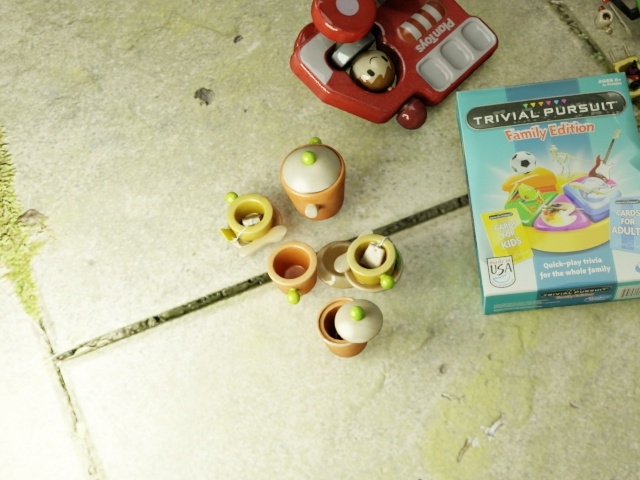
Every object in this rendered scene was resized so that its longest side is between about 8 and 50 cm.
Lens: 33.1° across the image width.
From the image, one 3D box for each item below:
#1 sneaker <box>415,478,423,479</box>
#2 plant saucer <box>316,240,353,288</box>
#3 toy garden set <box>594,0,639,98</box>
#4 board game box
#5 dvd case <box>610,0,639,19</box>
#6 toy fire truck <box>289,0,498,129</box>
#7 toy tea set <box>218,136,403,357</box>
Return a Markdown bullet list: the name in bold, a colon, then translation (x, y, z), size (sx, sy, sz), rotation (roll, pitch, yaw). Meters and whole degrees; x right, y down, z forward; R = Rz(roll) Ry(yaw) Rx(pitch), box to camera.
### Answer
- **sneaker**: translation (0.112, 0.427, 1.288), size (0.125, 0.104, 0.262), rotation (-20, 54, 7)
- **plant saucer**: translation (0.033, 0.032, 1.571), size (0.083, 0.015, 0.083), rotation (0, 58, -1)
- **toy garden set**: translation (0.541, -0.351, 1.742), size (0.203, 0.049, 0.244), rotation (-20, 83, -1)
- **board game box**: translation (0.341, -0.072, 1.562), size (0.253, 0.079, 0.336), rotation (-6, 64, 4)
- **dvd case**: translation (0.600, -0.477, 1.845), size (0.253, 0.022, 0.180), rotation (-24, 44, -2)
- **toy fire truck**: translation (0.114, -0.312, 1.721), size (0.254, 0.169, 0.302), rotation (45, 67, 4)
- **toy tea set**: translation (0.000, 0.000, 1.507), size (0.200, 0.124, 0.336), rotation (-33, 60, -11)
